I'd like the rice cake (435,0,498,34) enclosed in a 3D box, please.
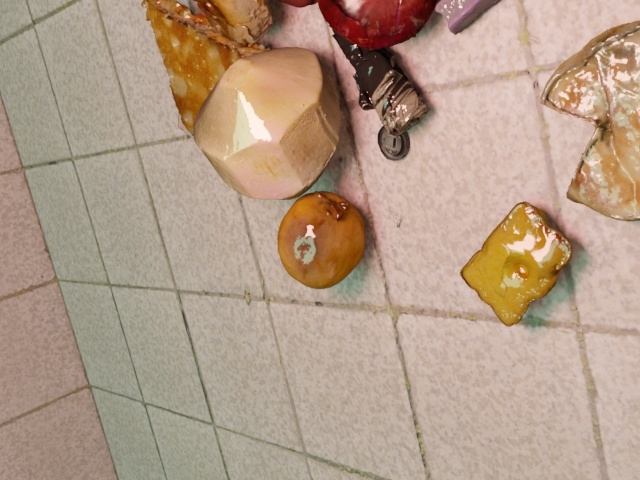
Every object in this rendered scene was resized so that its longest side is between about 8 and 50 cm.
[{"bbox_3d":[0.337,-0.486,1.344,0.399,0.070,0.064,-34,77,50],"label":"rice cake"}]

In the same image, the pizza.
[{"bbox_3d":[-0.300,-0.486,2.015,0.406,0.130,0.440,55,144,-1],"label":"pizza"}]

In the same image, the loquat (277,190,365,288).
[{"bbox_3d":[0.000,0.000,1.838,0.193,0.238,0.238,37,132,29],"label":"loquat"}]

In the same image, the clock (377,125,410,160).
[{"bbox_3d":[0.160,-0.216,1.714,0.085,0.017,0.085,23,123,41],"label":"clock"}]

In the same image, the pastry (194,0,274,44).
[{"bbox_3d":[-0.222,-0.549,1.771,0.257,0.121,0.236,39,173,35],"label":"pastry"}]

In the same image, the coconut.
[{"bbox_3d":[-0.115,-0.271,1.755,0.353,0.353,0.352,24,124,41],"label":"coconut"}]

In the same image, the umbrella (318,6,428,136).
[{"bbox_3d":[0.094,-0.379,1.641,0.113,0.106,0.357,-39,74,30],"label":"umbrella"}]

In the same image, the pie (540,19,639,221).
[{"bbox_3d":[0.517,-0.190,1.276,0.338,0.075,0.337,17,117,39],"label":"pie"}]

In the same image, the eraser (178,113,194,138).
[{"bbox_3d":[-0.366,-0.369,2.243,0.104,0.023,0.150,37,132,33],"label":"eraser"}]

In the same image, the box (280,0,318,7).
[{"bbox_3d":[-0.135,-0.641,1.686,0.404,0.108,0.263,38,167,44],"label":"box"}]

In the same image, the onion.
[{"bbox_3d":[0.110,-0.490,1.489,0.247,0.190,0.246,1,105,5],"label":"onion"}]

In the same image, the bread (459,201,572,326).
[{"bbox_3d":[0.389,0.042,1.523,0.161,0.088,0.233,47,134,17],"label":"bread"}]
